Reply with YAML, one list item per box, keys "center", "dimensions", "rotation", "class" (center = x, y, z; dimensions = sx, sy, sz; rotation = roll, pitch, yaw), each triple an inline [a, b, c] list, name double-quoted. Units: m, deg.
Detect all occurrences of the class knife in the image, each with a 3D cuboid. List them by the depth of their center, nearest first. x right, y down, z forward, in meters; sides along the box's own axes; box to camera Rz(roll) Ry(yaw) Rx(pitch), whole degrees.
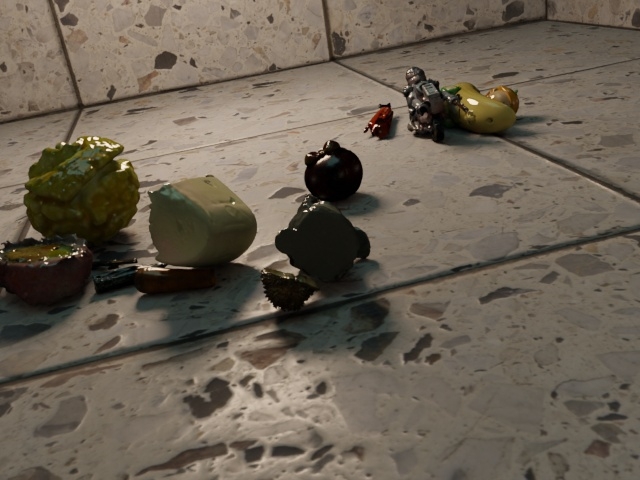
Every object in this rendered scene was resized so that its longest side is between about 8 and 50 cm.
- center: [-0.455, 0.052, 1.461]
  dimensions: [0.222, 0.021, 0.045]
  rotation: [-4, 0, 38]
  class: "knife"

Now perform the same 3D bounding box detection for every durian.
- center: [-0.054, 0.090, 1.184]
  dimensions: [0.110, 0.071, 0.140]
  rotation: [11, -3, -8]
  class: "durian"

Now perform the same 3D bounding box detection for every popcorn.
- center: [-0.572, -0.109, 1.616]
  dimensions: [0.246, 0.282, 0.282]
  rotation: [10, 29, 25]
  class: "popcorn"

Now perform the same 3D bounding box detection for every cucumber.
- center: [-0.387, 0.072, 1.405]
  dimensions: [0.163, 0.043, 0.039]
  rotation: [-13, -19, -16]
  class: "cucumber"

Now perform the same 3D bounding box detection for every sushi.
- center: [-0.591, 0.067, 1.393]
  dimensions: [0.240, 0.108, 0.161]
  rotation: [-4, 21, -3]
  class: "sushi"

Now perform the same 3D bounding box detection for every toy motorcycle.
- center: [0.326, -0.402, 2.019]
  dimensions: [0.134, 0.207, 0.401]
  rotation: [-14, 24, -3]
  class: "toy motorcycle"

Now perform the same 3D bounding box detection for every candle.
- center: [0.208, -0.401, 2.248]
  dimensions: [0.084, 0.059, 0.302]
  rotation: [10, 29, 12]
  class: "candle"

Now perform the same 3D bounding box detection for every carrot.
- center: [-0.287, 0.078, 1.338]
  dimensions: [0.161, 0.055, 0.055]
  rotation: [0, 24, 4]
  class: "carrot"

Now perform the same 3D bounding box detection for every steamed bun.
- center: [-0.261, -0.029, 1.371]
  dimensions: [0.200, 0.170, 0.225]
  rotation: [46, 20, 17]
  class: "steamed bun"

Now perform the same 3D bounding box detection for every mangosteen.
- center: [0.029, -0.172, 1.671]
  dimensions: [0.152, 0.153, 0.152]
  rotation: [-8, 23, 3]
  class: "mangosteen"

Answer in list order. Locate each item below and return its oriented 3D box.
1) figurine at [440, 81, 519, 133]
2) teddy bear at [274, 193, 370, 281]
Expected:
- center: [0.505, -0.411, 2.092]
  dimensions: [0.222, 0.124, 0.324]
  rotation: [-13, 26, -17]
  class: "figurine"
- center: [0.011, 0.007, 1.301]
  dimensions: [0.171, 0.144, 0.251]
  rotation: [27, 7, 1]
  class: "teddy bear"
